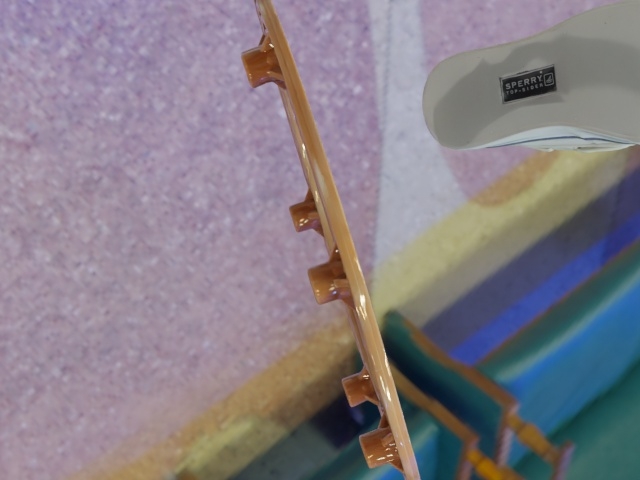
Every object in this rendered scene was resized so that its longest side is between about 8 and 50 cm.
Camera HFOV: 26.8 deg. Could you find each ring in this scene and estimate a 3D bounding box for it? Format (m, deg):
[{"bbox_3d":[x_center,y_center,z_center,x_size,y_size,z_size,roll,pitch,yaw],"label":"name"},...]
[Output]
[{"bbox_3d":[0.000,0.000,0.862,0.032,0.337,0.336,-18,145,-1],"label":"ring"}]

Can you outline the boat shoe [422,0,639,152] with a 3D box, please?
[{"bbox_3d":[0.194,-0.103,0.925,0.088,0.267,0.096,-4,86,-43],"label":"boat shoe"}]
